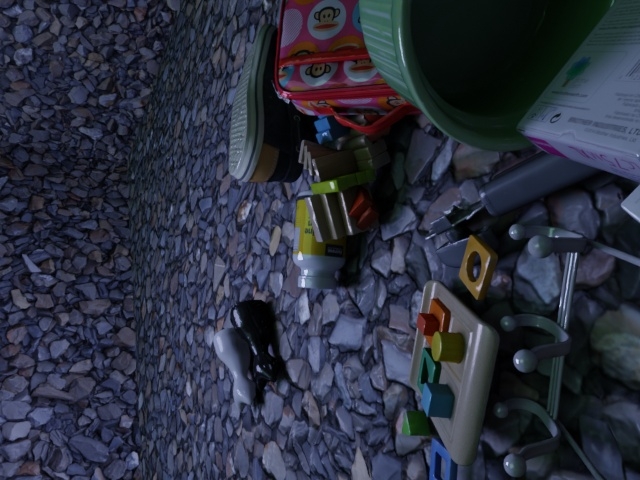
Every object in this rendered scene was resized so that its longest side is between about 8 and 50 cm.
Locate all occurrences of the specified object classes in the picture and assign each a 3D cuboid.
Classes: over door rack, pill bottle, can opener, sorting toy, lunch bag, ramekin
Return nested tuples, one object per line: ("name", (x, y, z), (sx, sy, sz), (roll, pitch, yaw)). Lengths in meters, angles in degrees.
("over door rack", (0.240, 0.121, 0.417), (0.324, 0.108, 0.239), (-123, 34, -78))
("pill bottle", (0.000, 0.000, 0.937), (0.103, 0.103, 0.184), (-2, 83, 57))
("can opener", (0.249, -0.043, 0.610), (0.283, 0.076, 0.095), (-31, 91, 51))
("sorting toy", (0.156, 0.160, 0.645), (0.196, 0.047, 0.347), (-123, 39, -75))
("lunch bag", (0.074, -0.294, 0.758), (0.293, 0.120, 0.258), (3, 82, 23))
("ramekin", (0.189, -0.263, 0.524), (0.303, 0.303, 0.148), (-69, 27, 21))

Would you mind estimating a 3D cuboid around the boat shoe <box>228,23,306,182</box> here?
("boat shoe", (-0.113, -0.321, 1.139), (0.187, 0.156, 0.500), (126, 149, -45))

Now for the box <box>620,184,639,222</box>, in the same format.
("box", (0.366, -0.017, 0.382), (0.130, 0.091, 0.170), (-59, 39, 33))

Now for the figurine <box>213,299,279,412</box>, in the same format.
("figurine", (-0.179, 0.288, 1.186), (0.215, 0.092, 0.209), (-53, 47, 39))

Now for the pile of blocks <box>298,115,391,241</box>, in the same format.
("pile of blocks", (0.058, -0.175, 0.838), (0.112, 0.149, 0.362), (0, 84, 58))

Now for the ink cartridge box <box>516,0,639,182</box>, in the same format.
("ink cartridge box", (0.325, -0.197, 0.404), (0.311, 0.065, 0.186), (-56, 16, 14))
